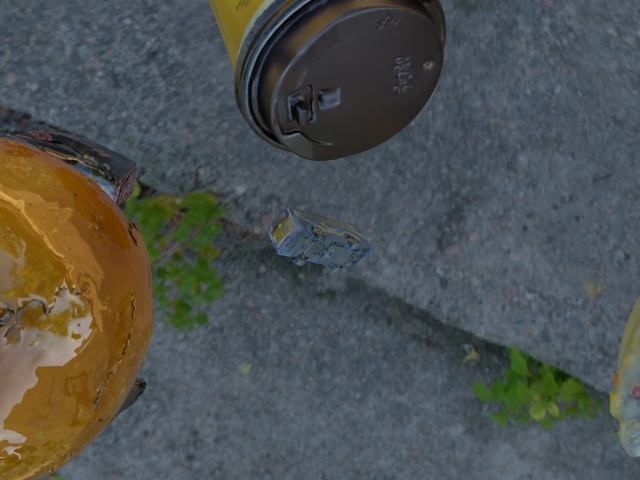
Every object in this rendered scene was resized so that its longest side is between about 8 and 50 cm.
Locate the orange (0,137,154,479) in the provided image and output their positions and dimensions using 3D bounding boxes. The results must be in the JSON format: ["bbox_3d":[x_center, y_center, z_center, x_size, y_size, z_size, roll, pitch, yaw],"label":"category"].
[{"bbox_3d":[-0.236,0.051,0.636,0.246,0.246,0.246,3,111,9],"label":"orange"}]

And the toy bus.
[{"bbox_3d":[0.000,0.000,1.159,0.051,0.153,0.061,-48,53,22],"label":"toy bus"}]

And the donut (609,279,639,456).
[{"bbox_3d":[0.488,0.110,0.943,0.371,0.150,0.307,16,106,-5],"label":"donut"}]

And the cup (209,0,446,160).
[{"bbox_3d":[-0.016,-0.218,0.846,0.196,0.280,0.196,-17,143,-14],"label":"cup"}]

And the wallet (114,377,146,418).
[{"bbox_3d":[-0.399,0.289,1.622,0.137,0.031,0.255,3,156,-32],"label":"wallet"}]

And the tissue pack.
[{"bbox_3d":[-0.492,-0.134,1.817,0.245,0.332,0.123,22,97,-9],"label":"tissue pack"}]
